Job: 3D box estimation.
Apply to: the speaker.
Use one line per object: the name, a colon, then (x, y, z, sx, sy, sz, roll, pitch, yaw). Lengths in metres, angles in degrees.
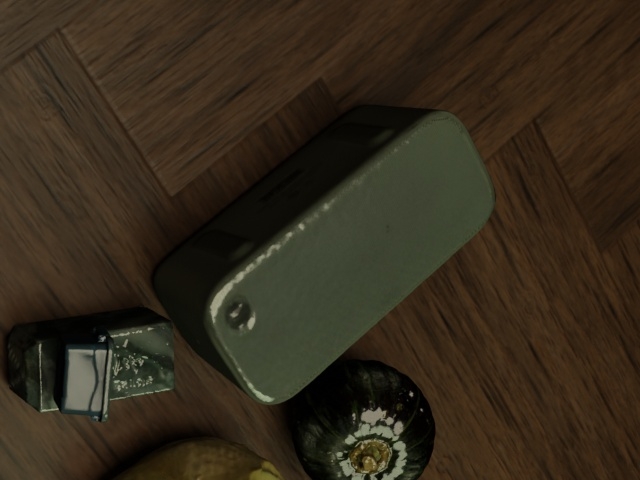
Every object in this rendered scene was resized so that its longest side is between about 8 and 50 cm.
speaker: (0.000, 0.000, 1.771, 0.406, 0.184, 0.183, -40, 118, -18)

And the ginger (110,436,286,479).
ginger: (-0.169, 0.323, 1.770, 0.267, 0.152, 0.138, -17, 137, -9)

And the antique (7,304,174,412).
antique: (-0.270, 0.138, 1.696, 0.183, 0.086, 0.088, -8, 104, -29)

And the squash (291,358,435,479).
squash: (0.053, 0.245, 1.881, 0.193, 0.156, 0.193, -16, 129, -21)

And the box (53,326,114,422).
box: (-0.263, 0.147, 1.612, 0.054, 0.074, 0.099, 4, 99, -17)
